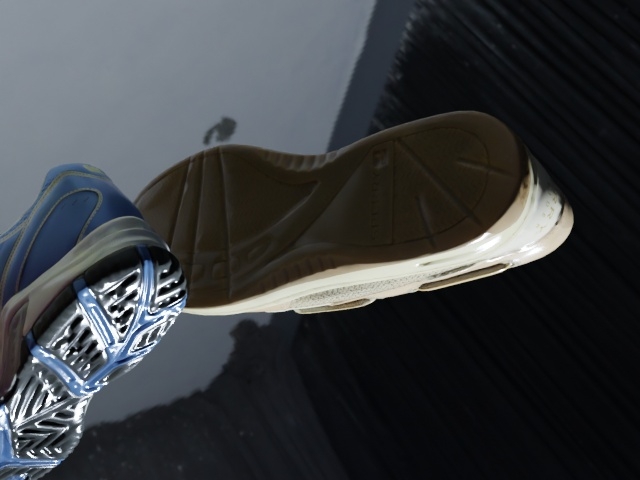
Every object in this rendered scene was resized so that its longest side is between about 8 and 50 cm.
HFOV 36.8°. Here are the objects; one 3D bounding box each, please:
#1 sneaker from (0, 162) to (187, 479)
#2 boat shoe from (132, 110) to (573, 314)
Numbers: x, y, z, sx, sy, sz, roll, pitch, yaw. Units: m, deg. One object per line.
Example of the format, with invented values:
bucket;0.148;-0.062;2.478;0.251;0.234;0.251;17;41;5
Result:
sneaker;-0.145;0.053;0.448;0.211;0.081;0.080;-43;147;18
boat shoe;0.000;0.000;0.667;0.341;0.122;0.110;-5;160;36
